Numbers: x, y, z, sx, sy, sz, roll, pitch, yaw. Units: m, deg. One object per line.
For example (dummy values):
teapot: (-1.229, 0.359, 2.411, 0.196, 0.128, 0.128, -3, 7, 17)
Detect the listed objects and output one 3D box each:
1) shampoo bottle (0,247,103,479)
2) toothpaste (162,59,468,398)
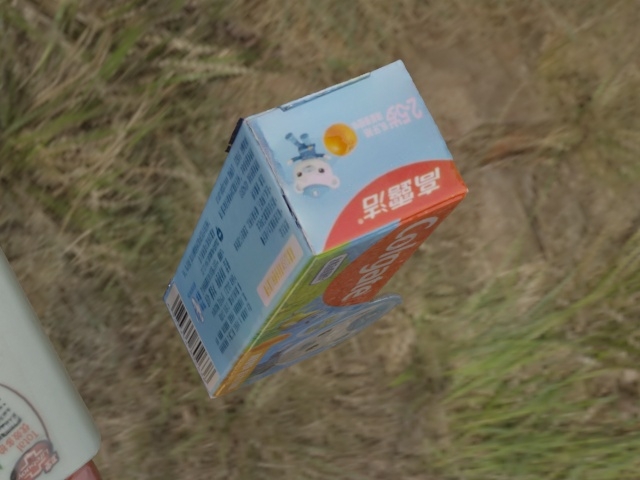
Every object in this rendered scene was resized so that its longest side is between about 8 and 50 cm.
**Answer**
shampoo bottle: (-0.175, 0.089, 0.880, 0.153, 0.071, 0.284, -41, 121, -7)
toothpaste: (0.000, 0.000, 0.534, 0.070, 0.193, 0.044, -23, 80, -17)
